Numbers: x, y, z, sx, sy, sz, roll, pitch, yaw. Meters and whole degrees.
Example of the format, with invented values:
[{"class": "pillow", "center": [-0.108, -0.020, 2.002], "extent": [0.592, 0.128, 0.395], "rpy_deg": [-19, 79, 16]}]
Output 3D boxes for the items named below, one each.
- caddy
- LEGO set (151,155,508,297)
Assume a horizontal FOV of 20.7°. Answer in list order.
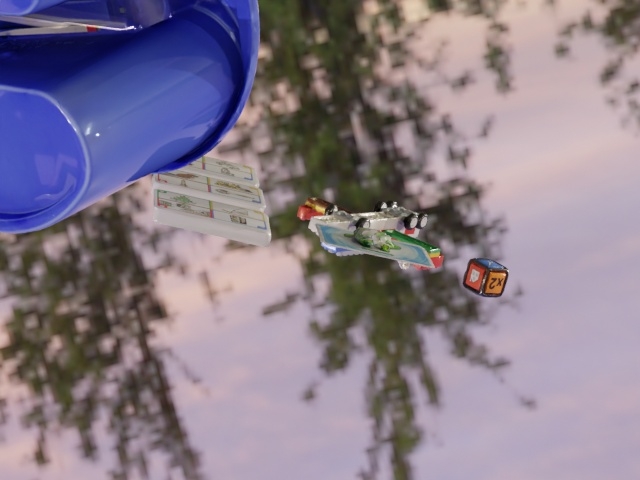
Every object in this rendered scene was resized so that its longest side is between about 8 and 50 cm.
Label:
[{"class": "caddy", "center": [-0.196, -0.143, 1.062], "extent": [0.341, 0.241, 0.179], "rpy_deg": [6, -153, 35]}, {"class": "LEGO set", "center": [0.000, 0.000, 1.202], "extent": [0.244, 0.060, 0.182], "rpy_deg": [12, -166, -9]}]
